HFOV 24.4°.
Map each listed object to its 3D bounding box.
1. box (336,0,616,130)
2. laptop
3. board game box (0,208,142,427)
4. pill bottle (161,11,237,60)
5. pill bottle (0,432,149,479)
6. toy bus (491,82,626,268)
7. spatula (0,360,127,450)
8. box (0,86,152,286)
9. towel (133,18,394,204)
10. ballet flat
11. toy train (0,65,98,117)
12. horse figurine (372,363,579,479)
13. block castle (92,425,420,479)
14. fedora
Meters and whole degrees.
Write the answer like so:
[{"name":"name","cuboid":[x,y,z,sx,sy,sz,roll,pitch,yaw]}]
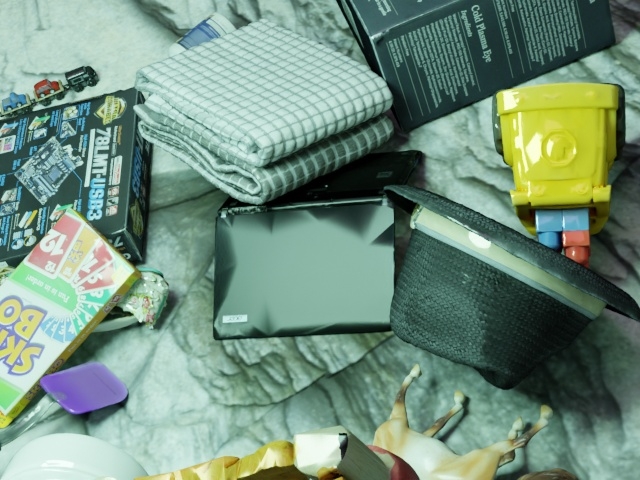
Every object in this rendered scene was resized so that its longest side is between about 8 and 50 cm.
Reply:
[{"name":"box","cuboid":[0.182,-0.364,2.005,0.312,0.179,0.343,-23,45,1]},{"name":"laptop","cuboid":[0.000,0.000,1.860,0.234,0.136,0.264,-4,23,18]},{"name":"board game box","cuboid":[-0.348,0.097,1.815,0.124,0.039,0.259,42,94,20]},{"name":"pill bottle","cuboid":[-0.177,-0.269,2.136,0.120,0.067,0.067,-41,48,-17]},{"name":"pill bottle","cuboid":[-0.281,0.370,1.446,0.204,0.204,0.361,-7,31,15]},{"name":"toy bus","cuboid":[0.282,-0.065,1.713,0.149,0.220,0.211,-4,80,10]},{"name":"spatula","cuboid":[-0.357,0.219,1.724,0.296,0.030,0.084,-30,48,-31]},{"name":"box","cuboid":[-0.380,-0.065,2.026,0.293,0.073,0.295,-12,46,9]},{"name":"towel","cuboid":[-0.078,-0.164,1.920,0.235,0.121,0.283,-28,40,-32]},{"name":"ballet flat","cuboid":[-0.303,0.077,1.863,0.241,0.091,0.077,-3,71,24]},{"name":"toy train","cuboid":[-0.408,-0.221,2.204,0.158,0.036,0.027,-23,45,0]},{"name":"horse figurine","cuboid":[0.136,0.226,1.563,0.263,0.066,0.174,17,50,36]},{"name":"block castle","cuboid":[-0.043,0.407,1.263,0.303,0.213,0.453,-17,58,16]},{"name":"fedora","cuboid":[0.176,0.066,1.573,0.334,0.334,0.152,28,91,38]}]
